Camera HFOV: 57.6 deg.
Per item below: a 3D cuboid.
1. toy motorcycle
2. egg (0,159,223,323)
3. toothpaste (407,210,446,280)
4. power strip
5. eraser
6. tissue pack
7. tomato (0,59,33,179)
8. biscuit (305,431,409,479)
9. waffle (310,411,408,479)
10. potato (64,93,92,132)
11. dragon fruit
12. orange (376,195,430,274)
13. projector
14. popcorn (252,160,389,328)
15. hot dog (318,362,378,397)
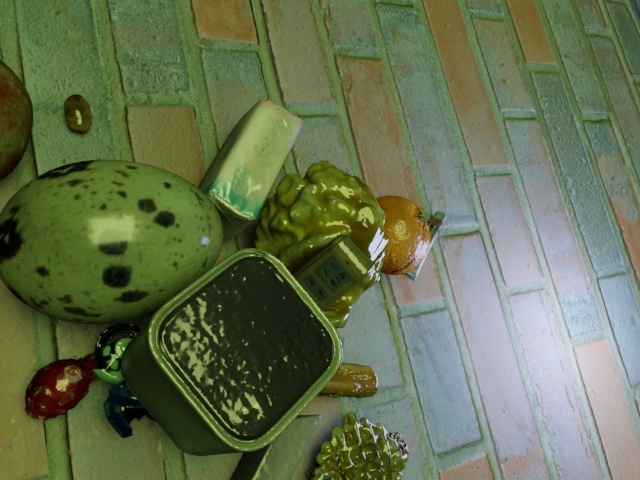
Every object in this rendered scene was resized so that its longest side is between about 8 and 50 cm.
[{"bbox_3d":[-0.260,0.276,1.067,0.331,0.125,0.196,22,61,-24],"label":"toy motorcycle"},{"bbox_3d":[-0.361,0.002,1.025,0.380,0.287,0.287,3,72,-24],"label":"egg"},{"bbox_3d":[0.269,0.009,1.508,0.056,0.036,0.205,40,63,-13],"label":"toothpaste"},{"bbox_3d":[-0.060,0.127,1.103,0.092,0.387,0.066,49,32,-1],"label":"power strip"},{"bbox_3d":[-0.123,0.471,1.097,0.077,0.111,0.352,38,60,-14],"label":"eraser"},{"bbox_3d":[-0.164,-0.145,1.232,0.124,0.201,0.271,36,60,-20],"label":"tissue pack"},{"bbox_3d":[-0.639,-0.223,0.995,0.270,0.223,0.270,8,69,-22],"label":"tomato"},{"bbox_3d":[0.088,0.478,1.256,0.237,0.026,0.131,-33,92,-31],"label":"biscuit"},{"bbox_3d":[0.082,0.479,1.205,0.204,0.054,0.223,38,61,-11],"label":"waffle"},{"bbox_3d":[-0.495,-0.260,1.188,0.051,0.040,0.083,-10,77,-25],"label":"potato"},{"bbox_3d":[-0.434,0.235,1.029,0.094,0.094,0.190,51,53,-4],"label":"dragon fruit"},{"bbox_3d":[0.175,-0.016,1.380,0.193,0.161,0.193,30,46,-37],"label":"orange"},{"bbox_3d":[-0.152,0.189,0.946,0.249,0.249,0.248,-40,92,-34],"label":"projector"},{"bbox_3d":[0.000,0.008,1.224,0.274,0.335,0.279,28,39,29],"label":"popcorn"},{"bbox_3d":[-0.013,0.298,1.242,0.289,0.068,0.083,9,46,-21],"label":"hot dog"}]
